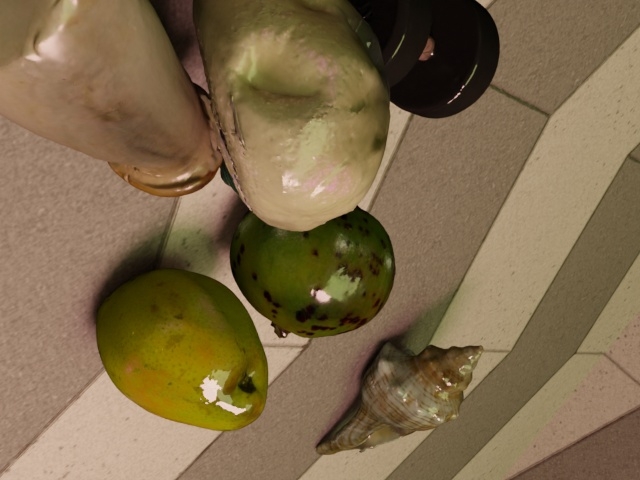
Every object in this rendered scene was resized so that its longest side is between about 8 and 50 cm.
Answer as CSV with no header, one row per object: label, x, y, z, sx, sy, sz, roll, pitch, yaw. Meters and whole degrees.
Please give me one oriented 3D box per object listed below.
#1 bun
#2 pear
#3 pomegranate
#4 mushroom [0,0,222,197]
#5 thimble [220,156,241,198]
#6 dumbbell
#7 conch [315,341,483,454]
bun,-0.026,-0.138,1.004,0.168,0.273,0.273,-15,145,-4
pear,-0.155,0.133,1.259,0.187,0.220,0.187,-33,145,-27
pomegranate,0.000,0.000,1.325,0.211,0.211,0.263,18,92,-58
mushroom,-0.192,-0.138,0.895,0.154,0.137,0.407,-44,161,-5
thimble,-0.044,-0.103,1.208,0.135,0.118,0.090,-14,139,-43
dumbbell,0.088,-0.228,1.192,0.218,0.152,0.152,7,122,-54
conch,0.143,0.271,1.897,0.203,0.169,0.386,22,146,-36
